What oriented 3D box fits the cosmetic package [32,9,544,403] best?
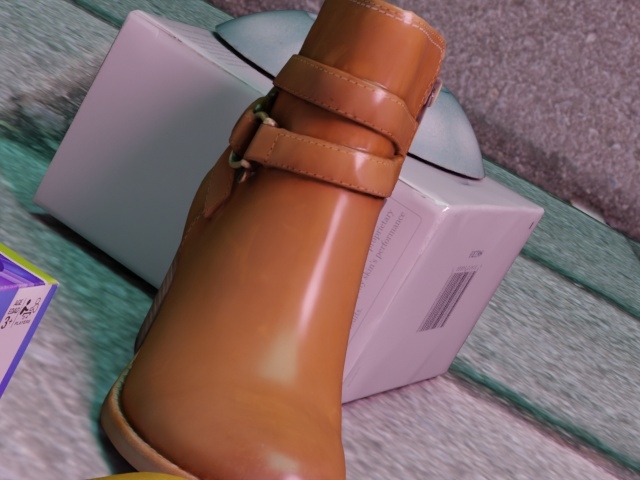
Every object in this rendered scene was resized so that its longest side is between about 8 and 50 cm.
[{"bbox_3d":[-0.013,-0.021,1.019,0.225,0.138,0.224,35,12,18],"label":"cosmetic package"}]

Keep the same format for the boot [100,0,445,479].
[{"bbox_3d":[0.000,0.000,0.750,0.109,0.220,0.283,28,12,-10],"label":"boot"}]

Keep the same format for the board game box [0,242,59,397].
[{"bbox_3d":[-0.292,-0.036,0.557,0.347,0.078,0.233,32,12,14],"label":"board game box"}]

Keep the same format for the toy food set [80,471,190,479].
[{"bbox_3d":[-0.085,0.108,0.395,0.218,0.071,0.128,-7,6,-13],"label":"toy food set"}]

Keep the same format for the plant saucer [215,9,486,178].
[{"bbox_3d":[0.027,-0.102,1.036,0.195,0.037,0.195,27,11,-6],"label":"plant saucer"}]
